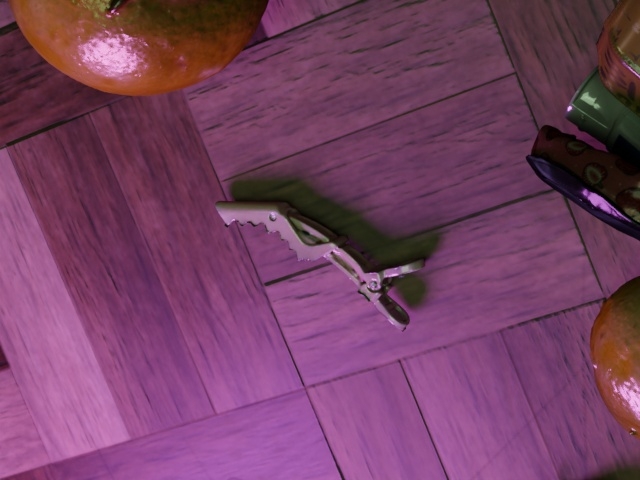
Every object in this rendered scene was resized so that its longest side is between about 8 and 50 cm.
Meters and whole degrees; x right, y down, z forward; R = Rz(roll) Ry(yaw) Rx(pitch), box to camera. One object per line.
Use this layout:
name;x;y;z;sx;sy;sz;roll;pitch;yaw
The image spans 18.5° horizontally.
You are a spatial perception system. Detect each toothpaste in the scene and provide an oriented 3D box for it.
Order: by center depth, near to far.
toothpaste;0.331;-0.057;1.664;0.266;0.096;0.061;34;120;16

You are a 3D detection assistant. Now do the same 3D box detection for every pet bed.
pet bed;0.265;-0.030;1.654;0.201;0.201;0.053;34;95;13

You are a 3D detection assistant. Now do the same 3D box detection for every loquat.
loquat;0.313;0.113;1.679;0.149;0.204;0.172;-28;125;5
loquat;-0.158;-0.241;1.766;0.244;0.244;0.244;8;109;24

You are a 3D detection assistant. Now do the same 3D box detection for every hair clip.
hair clip;0.000;0.000;1.878;0.226;0.034;0.072;31;114;16

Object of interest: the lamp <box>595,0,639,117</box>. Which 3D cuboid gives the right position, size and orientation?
lamp;0.328;-0.148;1.602;0.185;0.161;0.161;38;119;8
